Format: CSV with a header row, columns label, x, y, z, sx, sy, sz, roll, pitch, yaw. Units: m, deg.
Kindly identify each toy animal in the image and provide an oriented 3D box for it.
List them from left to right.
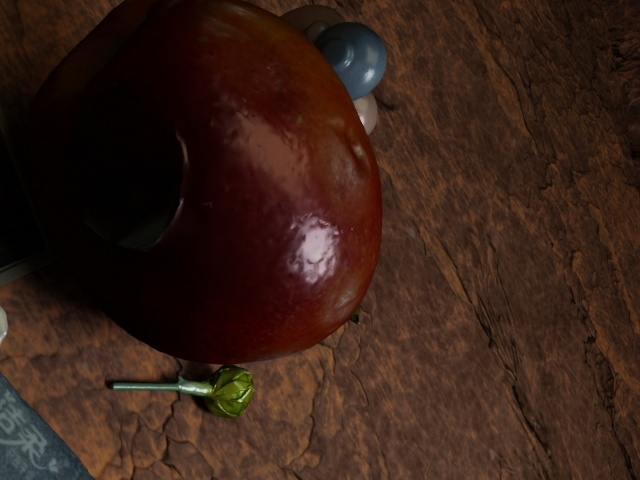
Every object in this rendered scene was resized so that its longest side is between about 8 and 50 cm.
label,x,y,z,sx,sy,sz,roll,pitch,yaw
toy animal,-0.045,-0.198,1.567,0.221,0.229,0.210,-16,88,-21

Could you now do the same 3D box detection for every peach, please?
label,x,y,z,sx,sy,sz,roll,pitch,yaw
peach,-0.121,-0.063,1.199,0.406,0.335,0.310,68,17,-3

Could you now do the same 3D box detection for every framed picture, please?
label,x,y,z,sx,sy,sz,roll,pitch,yaw
framed picture,-0.358,-0.029,1.118,0.250,0.016,0.184,-31,104,-59

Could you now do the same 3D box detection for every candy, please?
label,x,y,z,sx,sy,sz,roll,pitch,yaw
candy,-0.151,0.163,1.310,0.194,0.058,0.062,11,87,-45

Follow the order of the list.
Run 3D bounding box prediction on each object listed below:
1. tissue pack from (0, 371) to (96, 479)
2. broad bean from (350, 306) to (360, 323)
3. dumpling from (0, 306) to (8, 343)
label,x,y,z,sx,sy,sz,roll,pitch,yaw
tissue pack,-0.320,0.247,0.941,0.228,0.103,0.315,56,34,-21
broad bean,-0.001,0.001,1.634,0.065,0.046,0.254,-23,93,-66
dumpling,-0.380,0.044,0.935,0.252,0.131,0.179,36,61,-7
